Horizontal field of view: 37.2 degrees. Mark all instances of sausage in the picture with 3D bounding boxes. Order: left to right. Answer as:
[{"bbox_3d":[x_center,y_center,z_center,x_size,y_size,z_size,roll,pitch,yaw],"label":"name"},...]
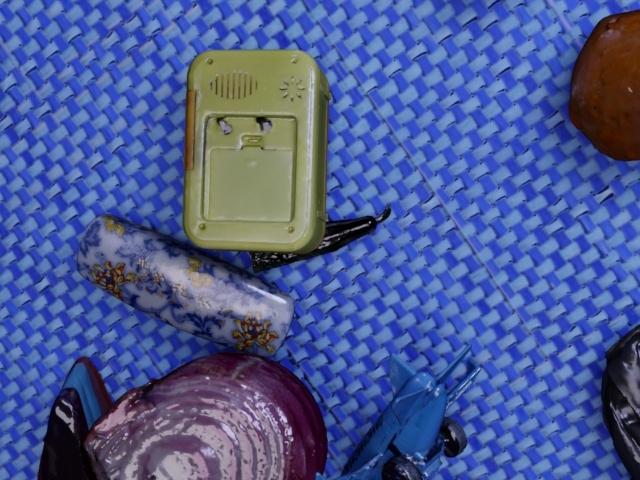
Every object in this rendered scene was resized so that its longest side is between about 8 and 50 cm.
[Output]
[{"bbox_3d":[0.366,-0.157,0.890,0.268,0.153,0.141,-8,98,10],"label":"sausage"}]

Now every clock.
[{"bbox_3d":[-0.064,-0.089,0.977,0.143,0.096,0.202,2,89,10],"label":"clock"}]

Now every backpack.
[{"bbox_3d":[0.393,0.193,0.968,0.206,0.133,0.258,-36,86,9],"label":"backpack"}]

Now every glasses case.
[{"bbox_3d":[-0.148,0.051,1.041,0.248,0.065,0.087,22,104,2],"label":"glasses case"}]

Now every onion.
[{"bbox_3d":[-0.106,0.234,0.981,0.230,0.256,0.272,-42,106,-24],"label":"onion"}]

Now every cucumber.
[{"bbox_3d":[0.000,0.000,1.029,0.163,0.043,0.039,-14,135,11],"label":"cucumber"}]

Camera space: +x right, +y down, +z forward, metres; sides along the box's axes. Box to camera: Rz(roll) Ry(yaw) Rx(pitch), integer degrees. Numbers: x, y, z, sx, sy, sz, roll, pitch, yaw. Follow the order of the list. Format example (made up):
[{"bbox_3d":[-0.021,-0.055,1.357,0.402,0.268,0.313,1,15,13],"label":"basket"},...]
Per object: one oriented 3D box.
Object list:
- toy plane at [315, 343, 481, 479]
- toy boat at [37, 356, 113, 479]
[{"bbox_3d":[0.078,0.223,0.985,0.105,0.254,0.271,35,132,28],"label":"toy plane"},{"bbox_3d":[-0.278,0.334,1.109,0.136,0.079,0.392,1,103,6],"label":"toy boat"}]
